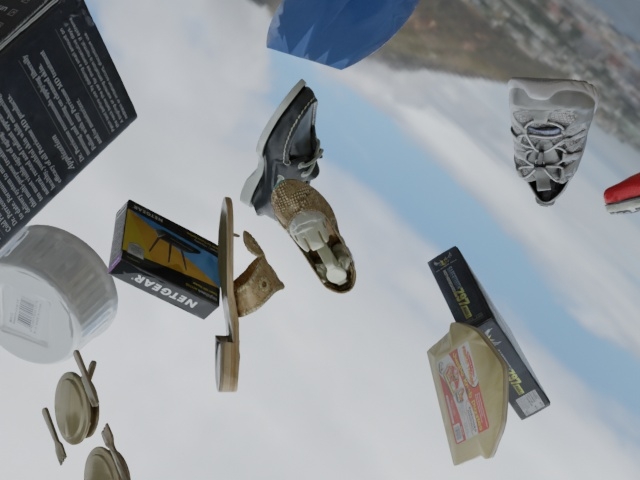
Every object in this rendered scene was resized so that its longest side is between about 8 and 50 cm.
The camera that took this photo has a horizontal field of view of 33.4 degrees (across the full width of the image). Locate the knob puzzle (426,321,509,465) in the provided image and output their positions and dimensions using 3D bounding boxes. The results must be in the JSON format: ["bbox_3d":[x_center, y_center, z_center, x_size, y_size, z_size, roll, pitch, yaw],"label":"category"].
[{"bbox_3d":[0.214,0.200,1.448,0.030,0.213,0.213,-3,-146,-21],"label":"knob puzzle"}]

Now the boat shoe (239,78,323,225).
[{"bbox_3d":[-0.039,-0.121,1.552,0.091,0.114,0.302,36,155,6],"label":"boat shoe"}]

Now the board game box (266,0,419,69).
[{"bbox_3d":[0.031,-0.208,0.988,0.169,0.133,0.033,26,164,45],"label":"board game box"}]

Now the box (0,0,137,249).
[{"bbox_3d":[-0.641,-0.214,1.667,0.480,0.472,0.297,26,151,32],"label":"box"}]

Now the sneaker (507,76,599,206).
[{"bbox_3d":[0.289,-0.120,1.320,0.105,0.115,0.281,6,167,20],"label":"sneaker"}]

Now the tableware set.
[{"bbox_3d":[-0.263,0.240,1.256,0.039,0.128,0.194,-1,-132,-40],"label":"tableware set"}]

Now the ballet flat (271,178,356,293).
[{"bbox_3d":[0.000,0.000,1.430,0.206,0.073,0.067,52,-170,-42],"label":"ballet flat"}]

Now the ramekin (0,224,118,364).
[{"bbox_3d":[-0.564,0.119,2.162,0.277,0.277,0.135,41,-144,-5],"label":"ramekin"}]

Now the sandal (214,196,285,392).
[{"bbox_3d":[-0.083,0.066,1.293,0.079,0.240,0.088,1,-171,-13],"label":"sandal"}]

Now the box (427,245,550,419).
[{"bbox_3d":[0.262,0.144,1.659,0.232,0.059,0.183,53,-170,-35],"label":"box"}]

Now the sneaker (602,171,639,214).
[{"bbox_3d":[0.461,-0.122,1.285,0.118,0.279,0.107,63,-159,10],"label":"sneaker"}]

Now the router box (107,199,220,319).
[{"bbox_3d":[-0.239,0.030,1.660,0.179,0.046,0.133,28,-143,-28],"label":"router box"}]
